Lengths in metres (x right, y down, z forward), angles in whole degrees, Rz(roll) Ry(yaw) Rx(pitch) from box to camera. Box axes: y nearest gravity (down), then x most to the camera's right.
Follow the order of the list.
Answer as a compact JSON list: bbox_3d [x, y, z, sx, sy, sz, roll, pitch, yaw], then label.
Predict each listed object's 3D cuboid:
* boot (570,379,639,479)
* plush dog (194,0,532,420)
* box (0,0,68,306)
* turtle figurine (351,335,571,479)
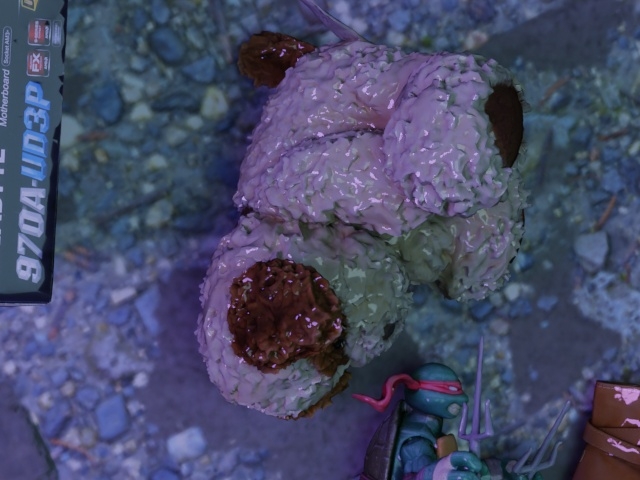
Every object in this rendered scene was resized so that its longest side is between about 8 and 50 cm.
[{"bbox_3d":[0.275,0.177,1.202,0.197,0.073,0.152,6,88,-1],"label":"boot"},{"bbox_3d":[0.000,0.000,1.048,0.211,0.262,0.225,24,76,12],"label":"plush dog"},{"bbox_3d":[-0.186,-0.082,0.973,0.051,0.175,0.220,2,96,-21],"label":"box"},{"bbox_3d":[0.082,0.170,1.135,0.175,0.118,0.234,1,100,-61],"label":"turtle figurine"}]
